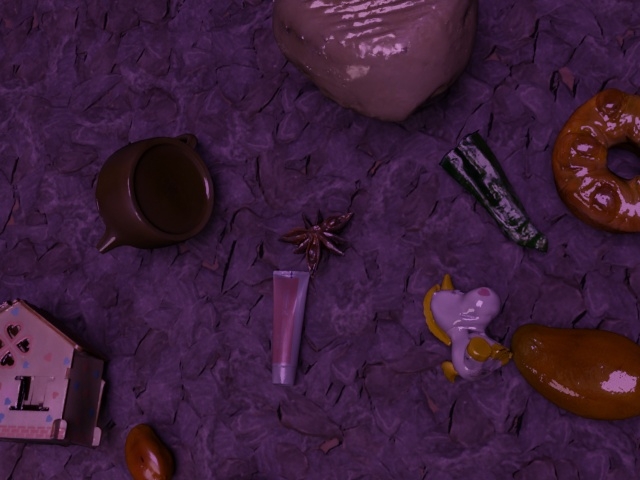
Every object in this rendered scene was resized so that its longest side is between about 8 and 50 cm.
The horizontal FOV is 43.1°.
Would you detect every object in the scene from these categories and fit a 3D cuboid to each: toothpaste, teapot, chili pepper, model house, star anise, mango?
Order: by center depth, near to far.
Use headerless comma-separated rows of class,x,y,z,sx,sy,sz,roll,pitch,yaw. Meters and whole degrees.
mango,0.396,0.195,1.226,0.227,0.099,0.136,17,87,25
chili pepper,0.294,-0.070,1.315,0.088,0.059,0.227,-38,76,0
toothpaste,-0.057,0.146,1.372,0.067,0.043,0.195,0,75,16
star anise,0.006,-0.009,1.374,0.129,0.056,0.124,-39,55,-7
mango,-0.293,0.367,1.379,0.080,0.060,0.114,-30,76,21
teapot,-0.301,-0.086,1.408,0.175,0.186,0.268,-8,44,41
model house,-0.531,0.231,1.416,0.325,0.169,0.245,-1,73,12

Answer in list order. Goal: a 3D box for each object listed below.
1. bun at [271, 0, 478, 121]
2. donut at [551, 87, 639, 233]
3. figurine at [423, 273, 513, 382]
bun,0.097,-0.361,1.326,0.326,0.234,0.362,-37,59,-1
donut,0.468,-0.118,1.250,0.226,0.114,0.227,-2,81,13
figurine,0.226,0.133,1.280,0.129,0.109,0.178,-24,69,37
